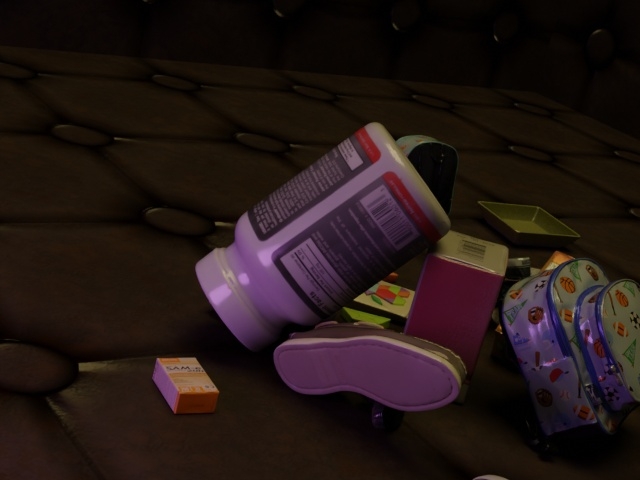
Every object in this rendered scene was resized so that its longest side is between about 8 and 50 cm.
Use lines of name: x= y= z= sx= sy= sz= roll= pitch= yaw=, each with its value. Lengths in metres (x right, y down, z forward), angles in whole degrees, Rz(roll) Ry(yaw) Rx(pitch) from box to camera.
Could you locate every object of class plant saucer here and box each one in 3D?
plant saucer: x=0.488 y=-0.032 z=2.659 sx=0.188 sy=0.045 sz=0.188 roll=4 pitch=22 yaw=-26

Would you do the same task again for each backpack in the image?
backpack: x=0.228 y=-0.152 z=2.594 sx=0.166 sy=0.188 sz=0.144 roll=4 pitch=23 yaw=-25
backpack: x=0.405 y=0.162 z=1.739 sx=0.276 sy=0.213 sz=0.263 roll=-19 pitch=79 yaw=-57

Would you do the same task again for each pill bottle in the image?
pill bottle: x=0.000 y=0.000 z=1.727 sx=0.210 sy=0.363 sz=0.210 roll=54 pitch=7 yaw=-10

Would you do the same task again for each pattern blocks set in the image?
pattern blocks set: x=0.091 y=0.098 z=2.073 sx=0.325 sy=0.026 sz=0.285 roll=13 pitch=20 yaw=-5

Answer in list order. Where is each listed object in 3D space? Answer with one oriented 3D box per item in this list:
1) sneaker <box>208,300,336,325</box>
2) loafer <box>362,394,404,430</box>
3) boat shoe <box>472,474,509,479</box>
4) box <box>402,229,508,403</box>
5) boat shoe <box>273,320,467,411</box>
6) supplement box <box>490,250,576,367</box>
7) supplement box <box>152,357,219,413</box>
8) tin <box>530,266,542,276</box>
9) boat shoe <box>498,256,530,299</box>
sneaker: x=-0.081 y=0.108 z=1.876 sx=0.215 sy=0.084 sz=0.083 roll=9 pitch=-5 yaw=-4
loafer: x=0.094 y=0.235 z=1.682 sx=0.061 sy=0.062 sz=0.170 roll=-8 pitch=17 yaw=17
boat shoe: x=0.241 y=0.367 z=1.382 sx=0.070 sy=0.078 sz=0.219 roll=1 pitch=25 yaw=-35
box: x=0.208 y=0.118 z=1.797 sx=0.127 sy=0.232 sz=0.148 roll=17 pitch=21 yaw=6
boat shoe: x=0.079 y=0.171 z=1.611 sx=0.324 sy=0.116 sz=0.097 roll=-2 pitch=23 yaw=42
supplement box: x=0.394 y=0.124 z=1.996 sx=0.080 sy=0.078 sz=0.233 roll=29 pitch=53 yaw=25
supplement box: x=-0.191 y=0.204 z=1.584 sx=0.062 sy=0.036 sz=0.098 roll=3 pitch=23 yaw=-30
tin: x=0.461 y=0.092 z=2.327 sx=0.190 sy=0.040 sz=0.106 roll=12 pitch=24 yaw=-6
boat shoe: x=0.343 y=0.079 z=2.252 sx=0.065 sy=0.083 sz=0.183 roll=-5 pitch=1 yaw=-43
